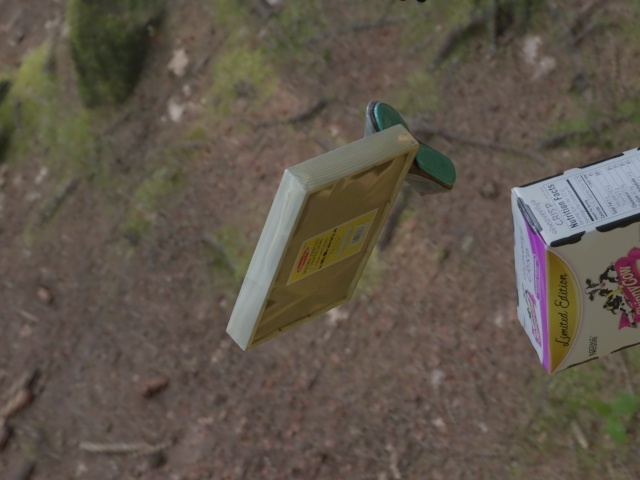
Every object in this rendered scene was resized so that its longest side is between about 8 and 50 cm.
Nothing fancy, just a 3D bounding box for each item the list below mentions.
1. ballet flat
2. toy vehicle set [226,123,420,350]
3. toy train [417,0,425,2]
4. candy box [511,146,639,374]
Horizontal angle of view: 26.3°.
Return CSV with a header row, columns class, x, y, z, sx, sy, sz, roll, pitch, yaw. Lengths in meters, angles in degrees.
class,x,y,z,sx,sy,sz,roll,pitch,yaw
ballet flat,0.093,-0.105,1.685,0.068,0.213,0.072,-15,63,29
toy vehicle set,0.000,0.000,1.504,0.035,0.166,0.267,48,139,24
toy train,0.060,-0.304,1.596,0.158,0.027,0.036,7,83,4
candy box,0.271,0.000,1.073,0.233,0.159,0.071,-18,47,-5
